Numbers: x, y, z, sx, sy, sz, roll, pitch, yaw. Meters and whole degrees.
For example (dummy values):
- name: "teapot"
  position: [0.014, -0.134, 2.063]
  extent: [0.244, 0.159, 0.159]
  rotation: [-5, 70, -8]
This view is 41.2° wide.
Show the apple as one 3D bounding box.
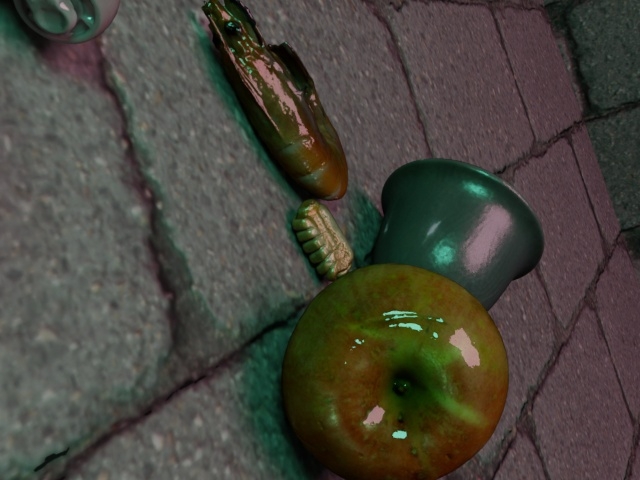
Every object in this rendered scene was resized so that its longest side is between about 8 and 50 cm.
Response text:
- name: "apple"
  position: [0.063, 0.113, 0.742]
  extent: [0.196, 0.196, 0.196]
  rotation: [38, 43, -47]

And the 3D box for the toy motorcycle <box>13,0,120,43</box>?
- name: "toy motorcycle"
  position: [-0.215, -0.229, 0.528]
  extent: [0.254, 0.112, 0.112]
  rotation: [46, 38, -38]

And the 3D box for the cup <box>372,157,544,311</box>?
- name: "cup"
  position: [0.131, 0.030, 0.952]
  extent: [0.199, 0.199, 0.150]
  rotation: [54, 51, -30]

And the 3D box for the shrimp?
- name: "shrimp"
  position: [-0.035, -0.144, 0.855]
  extent: [0.249, 0.068, 0.150]
  rotation: [54, 20, -39]

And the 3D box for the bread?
- name: "bread"
  position: [0.000, 0.000, 0.858]
  extent: [0.088, 0.033, 0.049]
  rotation: [57, 46, -18]
